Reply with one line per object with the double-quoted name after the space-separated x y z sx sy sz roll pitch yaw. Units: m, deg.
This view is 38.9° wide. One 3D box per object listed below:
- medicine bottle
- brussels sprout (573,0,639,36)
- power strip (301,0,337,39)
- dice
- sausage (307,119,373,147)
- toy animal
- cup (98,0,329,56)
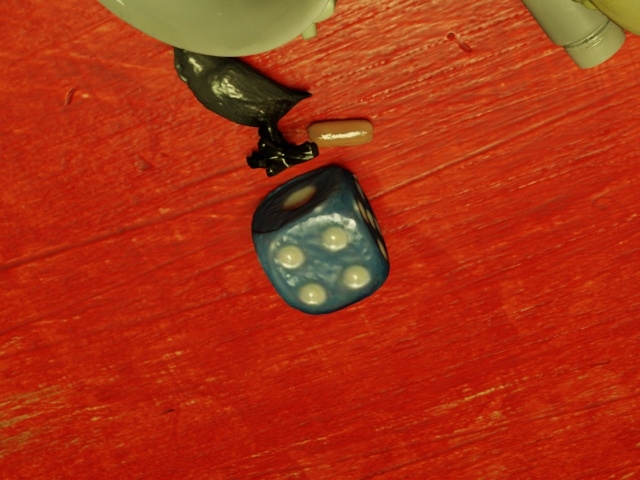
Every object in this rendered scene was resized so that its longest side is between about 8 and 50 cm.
0.290 -0.267 1.045 0.080 0.080 0.130 -35 116 19 "medicine bottle"
0.311 -0.373 0.866 0.289 0.281 0.354 -28 116 3 "brussels sprout"
-0.066 -0.397 0.979 0.091 0.062 0.385 -13 120 11 "power strip"
0.000 0.000 1.170 0.147 0.143 0.146 -22 119 13 "dice"
0.026 -0.136 1.151 0.083 0.034 0.034 -4 121 1 "sausage"
-0.085 -0.182 1.094 0.117 0.121 0.210 -38 109 0 "toy animal"
-0.105 -0.361 0.846 0.347 0.163 0.347 19 142 16 "cup"
